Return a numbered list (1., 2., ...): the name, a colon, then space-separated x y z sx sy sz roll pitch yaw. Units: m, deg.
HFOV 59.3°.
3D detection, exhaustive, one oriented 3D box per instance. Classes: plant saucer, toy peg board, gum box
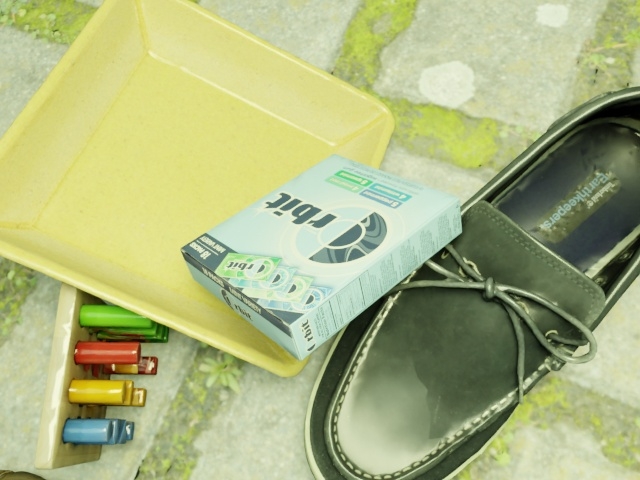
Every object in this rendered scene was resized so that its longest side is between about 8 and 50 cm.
1. plant saucer: -0.123 -0.068 0.585 0.333 0.081 0.332 26 64 -9
2. toy peg board: -0.203 0.136 0.558 0.079 0.161 0.160 2 71 -6
3. gum box: 0.000 0.000 0.481 0.184 0.041 0.157 -35 40 -27

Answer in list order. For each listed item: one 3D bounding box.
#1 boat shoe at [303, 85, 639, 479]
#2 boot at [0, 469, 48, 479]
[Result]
1. boat shoe: 0.169 0.042 0.529 0.500 0.156 0.187 -44 73 -6
2. boot: -0.301 0.338 0.540 0.106 0.082 0.219 -4 69 10
